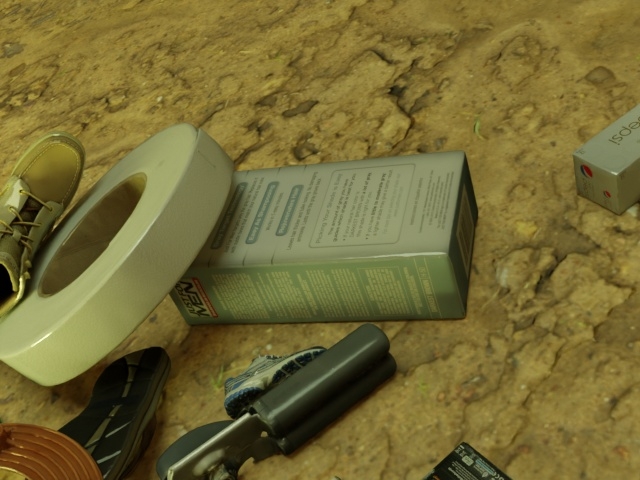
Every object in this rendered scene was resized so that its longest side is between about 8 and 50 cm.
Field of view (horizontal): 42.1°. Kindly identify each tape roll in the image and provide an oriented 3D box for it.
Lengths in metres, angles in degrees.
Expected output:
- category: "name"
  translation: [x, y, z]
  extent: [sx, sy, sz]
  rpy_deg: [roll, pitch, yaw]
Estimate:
- category: "tape roll"
  translation: [-0.273, 0.009, 1.087]
  extent: [0.392, 0.072, 0.392]
  rpy_deg: [-35, 27, 22]

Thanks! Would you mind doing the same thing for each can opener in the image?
- category: "can opener"
  translation: [-0.052, 0.181, 0.910]
  extent: [0.283, 0.076, 0.095]
  rpy_deg: [-34, 42, -16]

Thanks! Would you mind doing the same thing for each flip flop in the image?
- category: "flip flop"
  translation: [-0.238, 0.226, 0.951]
  extent: [0.112, 0.080, 0.277]
  rpy_deg: [-9, 26, 15]

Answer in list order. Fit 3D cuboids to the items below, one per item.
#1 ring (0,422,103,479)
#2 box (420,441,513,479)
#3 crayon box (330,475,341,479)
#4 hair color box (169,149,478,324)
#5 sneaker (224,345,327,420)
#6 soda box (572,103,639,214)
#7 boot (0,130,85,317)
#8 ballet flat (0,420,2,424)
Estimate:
- category: "ring"
  translation: [-0.368, 0.299, 0.787]
  extent: [0.336, 0.032, 0.337]
  rpy_deg: [-10, 36, 7]
- category: "box"
  translation: [0.130, 0.296, 0.725]
  extent: [0.184, 0.045, 0.190]
  rpy_deg: [-39, 43, -16]
- category: "crayon box"
  translation: [-0.037, 0.350, 0.610]
  extent: [0.323, 0.083, 0.203]
  rpy_deg: [-47, 14, -11]
- category: "hair color box"
  translation: [0.000, 0.000, 1.061]
  extent: [0.374, 0.114, 0.185]
  rpy_deg: [-3, 43, 21]
- category: "sneaker"
  translation: [-0.055, 0.151, 0.965]
  extent: [0.135, 0.052, 0.058]
  rpy_deg: [-25, 36, -5]
- category: "soda box"
  translation: [0.422, -0.127, 1.048]
  extent: [0.216, 0.069, 0.074]
  rpy_deg: [-35, 42, -14]
- category: "boot"
  translation: [-0.410, -0.016, 1.131]
  extent: [0.262, 0.095, 0.203]
  rpy_deg: [-50, 24, 8]
- category: "ballet flat"
  translation: [-0.460, 0.223, 1.058]
  extent: [0.086, 0.086, 0.248]
  rpy_deg: [-31, 39, -11]
